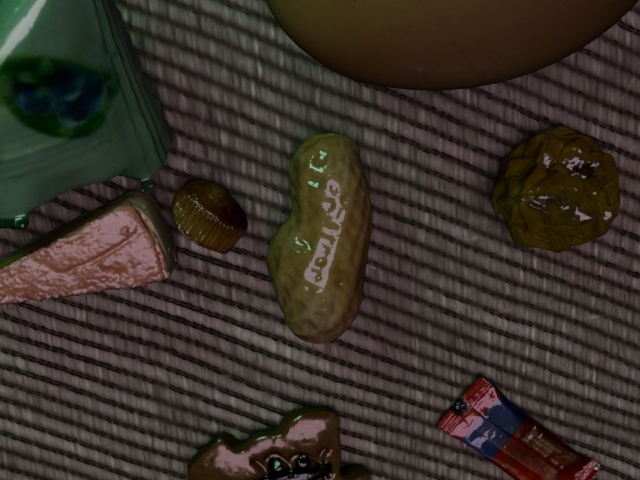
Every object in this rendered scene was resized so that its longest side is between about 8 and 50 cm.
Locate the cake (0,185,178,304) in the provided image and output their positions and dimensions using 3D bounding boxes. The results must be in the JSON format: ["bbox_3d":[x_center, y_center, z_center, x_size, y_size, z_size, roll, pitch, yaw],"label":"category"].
[{"bbox_3d":[-0.263,0.008,0.860,0.225,0.109,0.090,-10,107,-3],"label":"cake"}]

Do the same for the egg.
[{"bbox_3d":[0.125,-0.281,0.717,0.374,0.301,0.301,-26,106,11],"label":"egg"}]

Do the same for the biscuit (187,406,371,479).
[{"bbox_3d":[-0.028,0.339,1.006,0.301,0.043,0.278,41,99,-14],"label":"biscuit"}]

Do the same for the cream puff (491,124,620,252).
[{"bbox_3d":[0.254,-0.049,0.889,0.146,0.116,0.146,0,103,-2],"label":"cream puff"}]

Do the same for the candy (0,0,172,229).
[{"bbox_3d":[-0.362,-0.146,0.774,0.398,0.172,0.263,-2,129,4],"label":"candy"}]

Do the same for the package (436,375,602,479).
[{"bbox_3d":[0.239,0.246,1.015,0.200,0.022,0.083,37,98,-12],"label":"package"}]

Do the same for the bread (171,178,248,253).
[{"bbox_3d":[-0.111,-0.030,0.877,0.085,0.085,0.053,36,106,-13],"label":"bread"}]

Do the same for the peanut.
[{"bbox_3d":[0.000,0.000,0.888,0.108,0.095,0.226,5,104,-10],"label":"peanut"}]
